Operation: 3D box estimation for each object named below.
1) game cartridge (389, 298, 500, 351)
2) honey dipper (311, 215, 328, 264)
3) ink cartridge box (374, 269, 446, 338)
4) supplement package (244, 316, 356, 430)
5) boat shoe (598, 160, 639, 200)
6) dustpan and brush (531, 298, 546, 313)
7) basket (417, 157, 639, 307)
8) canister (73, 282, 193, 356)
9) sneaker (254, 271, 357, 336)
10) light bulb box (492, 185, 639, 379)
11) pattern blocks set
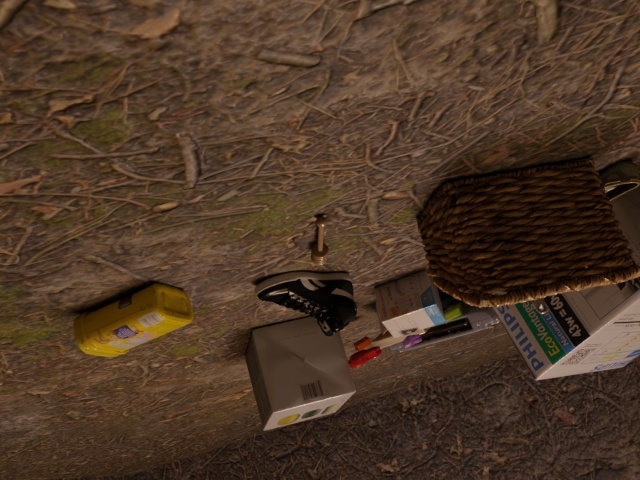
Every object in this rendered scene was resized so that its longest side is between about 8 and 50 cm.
[{"bbox_3d":[0.328,0.190,1.948,0.297,0.062,0.198,-23,-172,37],"label":"game cartridge"},{"bbox_3d":[0.000,0.000,1.317,0.030,0.031,0.161,-13,159,-7],"label":"honey dipper"},{"bbox_3d":[0.188,0.144,1.740,0.143,0.092,0.090,-21,143,13],"label":"ink cartridge box"},{"bbox_3d":[-0.056,0.318,1.897,0.199,0.198,0.263,-11,161,-14],"label":"supplement package"},{"bbox_3d":[0.502,-0.084,1.423,0.056,0.048,0.153,32,134,-29],"label":"boat shoe"},{"bbox_3d":[0.377,0.050,1.480,0.147,0.211,0.060,-17,126,4],"label":"dustpan and brush"},{"bbox_3d":[0.335,0.019,1.340,0.299,0.223,0.213,-11,160,-16],"label":"basket"},{"bbox_3d":[-0.323,0.139,1.386,0.169,0.073,0.126,-23,160,17],"label":"canister"},{"bbox_3d":[-0.015,0.127,1.516,0.216,0.121,0.079,-2,156,-35],"label":"sneaker"},{"bbox_3d":[0.602,0.087,1.622,0.357,0.225,0.361,2,141,-40],"label":"light bulb box"},{"bbox_3d":[0.203,0.206,1.887,0.285,0.026,0.325,-23,-178,14],"label":"pattern blocks set"}]
